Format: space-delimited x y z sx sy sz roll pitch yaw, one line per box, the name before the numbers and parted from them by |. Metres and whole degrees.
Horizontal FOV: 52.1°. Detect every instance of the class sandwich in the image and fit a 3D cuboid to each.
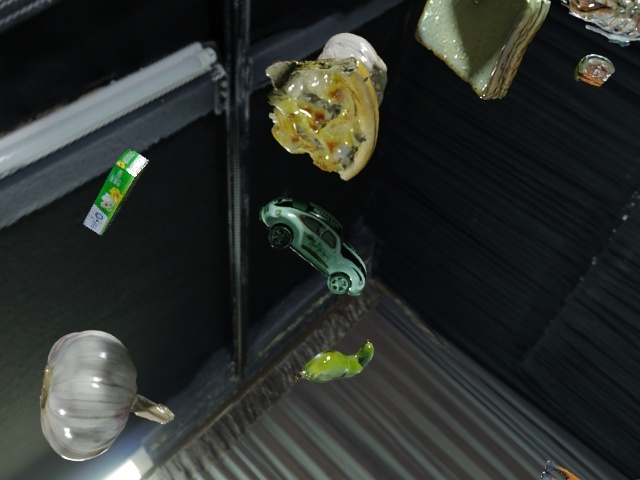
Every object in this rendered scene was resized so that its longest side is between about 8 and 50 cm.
sandwich | 0.351 -0.493 1.460 0.095 0.273 0.249 -14 -38 -34
sandwich | 0.619 -0.385 1.472 0.026 0.101 0.069 160 117 -69

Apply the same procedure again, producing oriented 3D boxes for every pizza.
pizza | -0.005 -0.219 1.191 0.323 0.223 0.089 91 -159 -62

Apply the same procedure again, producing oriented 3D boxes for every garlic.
garlic | 0.076 -0.379 1.561 0.228 0.152 0.228 2 -90 -67
garlic | -0.401 0.302 1.248 0.253 0.245 0.245 17 -62 -24

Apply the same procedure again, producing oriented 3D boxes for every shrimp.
shrimp | 0.330 -0.274 0.747 0.079 0.233 0.090 -32 -46 -31

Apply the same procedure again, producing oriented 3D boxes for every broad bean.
broad bean | 0.032 0.243 1.277 0.213 0.048 0.070 -9 -69 -49

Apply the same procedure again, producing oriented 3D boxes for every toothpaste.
toothpaste | -0.321 -0.073 1.022 0.178 0.037 0.043 -43 18 45

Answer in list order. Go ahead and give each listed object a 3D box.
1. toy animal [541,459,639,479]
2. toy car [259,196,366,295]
toy animal | 0.714 0.670 1.650 0.225 0.284 0.302 -62 -33 -13
toy car | 0.000 0.000 1.513 0.125 0.306 0.136 -49 12 17
